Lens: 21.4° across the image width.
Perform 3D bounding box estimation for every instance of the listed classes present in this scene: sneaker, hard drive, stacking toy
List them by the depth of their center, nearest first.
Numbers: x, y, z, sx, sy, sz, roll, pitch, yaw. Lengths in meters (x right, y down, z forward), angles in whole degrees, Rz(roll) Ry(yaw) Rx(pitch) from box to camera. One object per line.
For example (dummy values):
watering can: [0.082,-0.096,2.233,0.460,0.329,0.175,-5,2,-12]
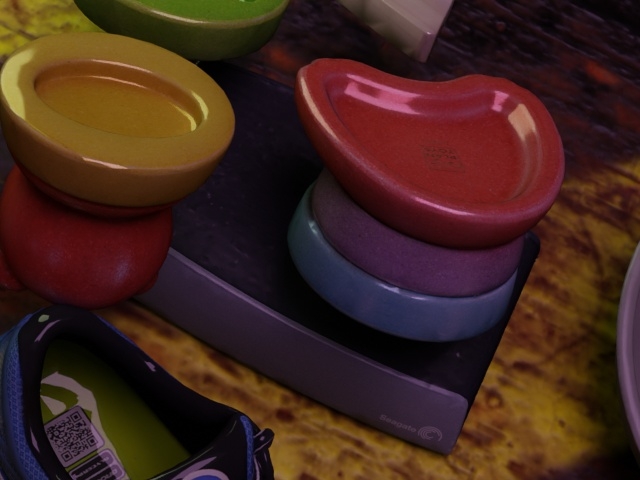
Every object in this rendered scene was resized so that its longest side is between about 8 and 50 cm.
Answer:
sneaker: [-0.068,0.169,0.862,0.130,0.147,0.330,-37,81,-27]
stacking toy: [-0.033,-0.057,0.969,0.309,0.130,0.279,10,36,-13]
hard drive: [0.000,0.000,1.013,0.255,0.054,0.172,28,61,-1]

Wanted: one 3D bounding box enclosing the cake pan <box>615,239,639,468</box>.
cake pan: [0.308,0.086,1.043,0.293,0.054,0.293,5,72,-15]
